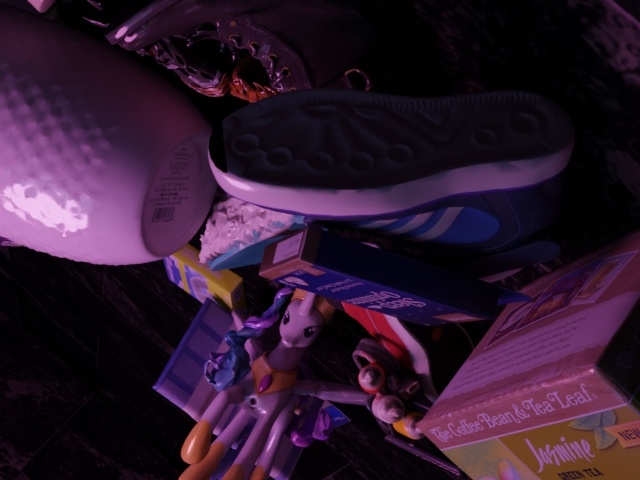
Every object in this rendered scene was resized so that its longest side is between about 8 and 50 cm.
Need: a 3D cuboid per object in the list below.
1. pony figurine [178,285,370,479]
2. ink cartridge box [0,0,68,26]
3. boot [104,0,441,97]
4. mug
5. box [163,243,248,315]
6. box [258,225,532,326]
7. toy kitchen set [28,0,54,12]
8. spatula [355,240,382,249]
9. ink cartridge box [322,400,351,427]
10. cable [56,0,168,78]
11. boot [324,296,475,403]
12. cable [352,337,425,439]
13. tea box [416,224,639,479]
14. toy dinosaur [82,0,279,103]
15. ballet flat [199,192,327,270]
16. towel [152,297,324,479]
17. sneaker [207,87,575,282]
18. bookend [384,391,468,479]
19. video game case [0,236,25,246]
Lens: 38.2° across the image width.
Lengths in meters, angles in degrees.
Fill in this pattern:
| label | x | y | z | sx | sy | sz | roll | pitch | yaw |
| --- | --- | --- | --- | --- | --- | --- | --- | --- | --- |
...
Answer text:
| label | x | y | z | sx | sy | sz | roll | pitch | yaw |
| --- | --- | --- | --- | --- | --- | --- | --- | --- | --- |
| pony figurine | -0.061 | 0.231 | 1.382 | 0.303 | 0.363 | 0.351 | 28 | 169 | 14 |
| ink cartridge box | -0.447 | -0.203 | 1.362 | 0.117 | 0.201 | 0.278 | 29 | 151 | 26 |
| boot | -0.037 | -0.158 | 0.847 | 0.091 | 0.263 | 0.229 | -106 | -7 | -60 |
| mug | -0.287 | -0.107 | 1.182 | 0.328 | 0.276 | 0.374 | 23 | 179 | 20 |
| box | -0.210 | 0.062 | 1.613 | 0.178 | 0.042 | 0.109 | 31 | 151 | 20 |
| box | 0.067 | 0.043 | 0.857 | 0.225 | 0.036 | 0.136 | 16 | 167 | -16 |
| toy kitchen set | -0.269 | -0.375 | 1.020 | 0.207 | 0.166 | 0.122 | -39 | 99 | 27 |
| spatula | 0.000 | 0.000 | 1.255 | 0.242 | 0.019 | 0.168 | 9 | 138 | 49 |
| ink cartridge box | -0.104 | 0.261 | 1.743 | 0.333 | 0.065 | 0.165 | 42 | 153 | 0 |
| cable | -0.267 | -0.254 | 1.211 | 0.185 | 0.047 | 0.150 | 27 | 150 | 29 |
| boot | 0.097 | 0.117 | 1.220 | 0.176 | 0.088 | 0.244 | 15 | 145 | 49 |
| cable | 0.074 | 0.212 | 1.233 | 0.139 | 0.072 | 0.287 | 47 | 163 | 7 |
| tea box | 0.322 | 0.176 | 0.844 | 0.323 | 0.220 | 0.329 | 43 | 154 | 0 |
| toy dinosaur | -0.120 | -0.230 | 0.986 | 0.322 | 0.164 | 0.218 | 12 | 159 | 18 |
| ballet flat | -0.030 | -0.062 | 1.105 | 0.147 | 0.147 | 0.409 | 49 | 148 | -13 |
| towel | -0.125 | 0.250 | 1.544 | 0.285 | 0.209 | 0.034 | 40 | 138 | -16 |
| sneaker | 0.065 | -0.021 | 0.859 | 0.323 | 0.130 | 0.236 | -5 | 144 | -6 |
| bookend | 0.153 | 0.253 | 1.361 | 0.156 | 0.072 | 0.157 | 19 | 145 | 40 |
| video game case | -0.447 | -0.026 | 1.644 | 0.232 | 0.041 | 0.210 | 3 | 165 | -24 |
